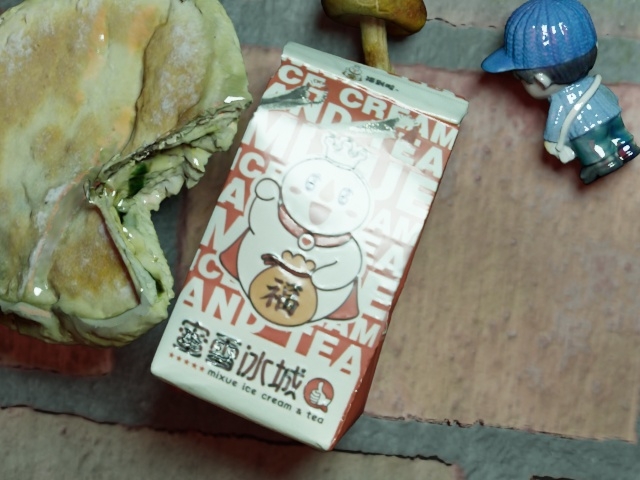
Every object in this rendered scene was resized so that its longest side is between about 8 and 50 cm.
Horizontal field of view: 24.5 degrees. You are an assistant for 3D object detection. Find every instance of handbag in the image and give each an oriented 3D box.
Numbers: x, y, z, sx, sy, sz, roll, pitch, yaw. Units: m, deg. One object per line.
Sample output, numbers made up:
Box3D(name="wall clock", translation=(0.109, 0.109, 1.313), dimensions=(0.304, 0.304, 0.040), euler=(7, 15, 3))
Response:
Box3D(name="handbag", translation=(0.000, 0.000, 1.180), dimensions=(0.171, 0.151, 0.298), euler=(23, 93, 5))

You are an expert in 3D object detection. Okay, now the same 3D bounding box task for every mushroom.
Box3D(name="mushroom", translation=(0.049, -0.172, 1.185), dimensions=(0.088, 0.073, 0.129), euler=(4, 138, 31))

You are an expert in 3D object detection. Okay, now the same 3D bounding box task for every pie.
Box3D(name="pie", translation=(-0.198, -0.076, 1.208), dimensions=(0.337, 0.075, 0.337), euler=(-7, 77, 30))

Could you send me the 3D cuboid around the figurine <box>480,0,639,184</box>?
Box3D(name="figurine", translation=(0.192, -0.119, 1.154), dimensions=(0.086, 0.087, 0.149), euler=(-31, 90, -24))
